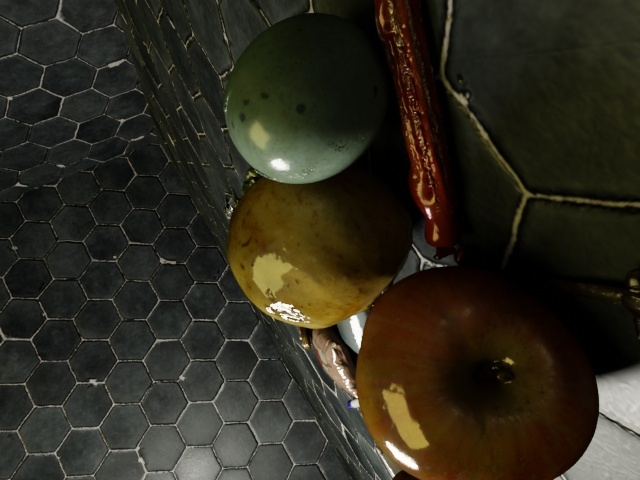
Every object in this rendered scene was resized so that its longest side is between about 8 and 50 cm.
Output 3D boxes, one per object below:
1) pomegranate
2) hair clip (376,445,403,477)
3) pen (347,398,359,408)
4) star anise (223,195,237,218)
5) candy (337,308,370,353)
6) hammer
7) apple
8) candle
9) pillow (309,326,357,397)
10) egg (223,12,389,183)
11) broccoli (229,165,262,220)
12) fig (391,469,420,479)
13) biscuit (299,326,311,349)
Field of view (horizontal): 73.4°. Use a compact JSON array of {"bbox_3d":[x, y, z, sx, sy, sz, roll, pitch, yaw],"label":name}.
[{"bbox_3d":[0.000,0.000,0.609,0.260,0.260,0.260,52,159,28],"label":"pomegranate"},{"bbox_3d":[0.271,0.711,1.181,0.330,0.085,0.101,55,170,9],"label":"hair clip"},{"bbox_3d":[0.125,0.522,1.388,0.033,0.033,0.269,56,161,16],"label":"pen"},{"bbox_3d":[-0.324,-0.093,1.658,0.204,0.061,0.180,58,161,14],"label":"star anise"},{"bbox_3d":[0.075,0.180,0.964,0.138,0.071,0.174,32,145,57],"label":"candy"},{"bbox_3d":[0.237,0.049,0.422,0.065,0.021,0.178,65,162,-12],"label":"hammer"},{"bbox_3d":[0.160,0.153,0.489,0.242,0.242,0.241,56,175,17],"label":"apple"},{"bbox_3d":[0.111,-0.116,0.471,0.048,0.051,0.329,-125,14,-66],"label":"candle"},{"bbox_3d":[0.035,0.339,1.277,0.236,0.084,0.223,24,137,64],"label":"pillow"},{"bbox_3d":[-0.011,-0.156,0.479,0.169,0.236,0.169,14,128,19],"label":"egg"},{"bbox_3d":[-0.041,-0.032,0.850,0.246,0.248,0.288,-6,105,32],"label":"broccoli"},{"bbox_3d":[0.269,0.661,0.972,0.290,0.191,0.190,28,142,62],"label":"fig"},{"bbox_3d":[-0.053,0.257,1.352,0.205,0.031,0.138,-100,-3,-55],"label":"biscuit"}]
